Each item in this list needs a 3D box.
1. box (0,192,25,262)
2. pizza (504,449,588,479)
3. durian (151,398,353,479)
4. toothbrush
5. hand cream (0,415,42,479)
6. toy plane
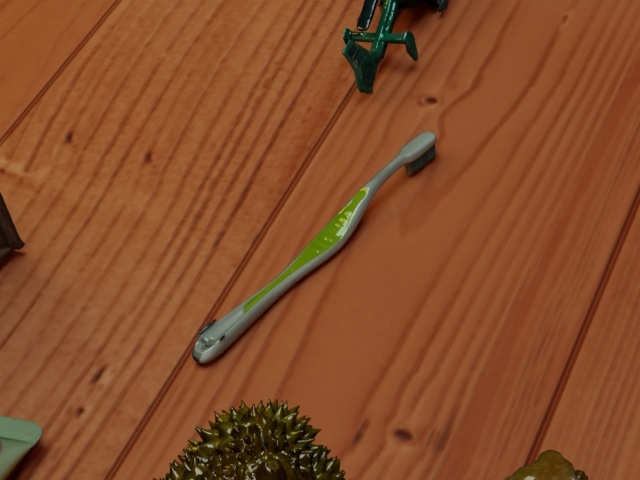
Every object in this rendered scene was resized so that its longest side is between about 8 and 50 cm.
[{"bbox_3d":[-0.405,-0.058,1.014,0.297,0.225,0.190,23,56,27],"label":"box"},{"bbox_3d":[0.173,0.206,0.796,0.194,0.069,0.154,12,49,9],"label":"pizza"},{"bbox_3d":[-0.037,0.181,0.780,0.137,0.168,0.158,10,32,8],"label":"durian"},{"bbox_3d":[0.000,0.000,1.038,0.022,0.026,0.263,26,55,36],"label":"toothbrush"},{"bbox_3d":[-0.297,0.207,0.857,0.147,0.093,0.306,8,40,17],"label":"hand cream"},{"bbox_3d":[0.068,-0.220,1.192,0.060,0.096,0.235,10,67,20],"label":"toy plane"}]
